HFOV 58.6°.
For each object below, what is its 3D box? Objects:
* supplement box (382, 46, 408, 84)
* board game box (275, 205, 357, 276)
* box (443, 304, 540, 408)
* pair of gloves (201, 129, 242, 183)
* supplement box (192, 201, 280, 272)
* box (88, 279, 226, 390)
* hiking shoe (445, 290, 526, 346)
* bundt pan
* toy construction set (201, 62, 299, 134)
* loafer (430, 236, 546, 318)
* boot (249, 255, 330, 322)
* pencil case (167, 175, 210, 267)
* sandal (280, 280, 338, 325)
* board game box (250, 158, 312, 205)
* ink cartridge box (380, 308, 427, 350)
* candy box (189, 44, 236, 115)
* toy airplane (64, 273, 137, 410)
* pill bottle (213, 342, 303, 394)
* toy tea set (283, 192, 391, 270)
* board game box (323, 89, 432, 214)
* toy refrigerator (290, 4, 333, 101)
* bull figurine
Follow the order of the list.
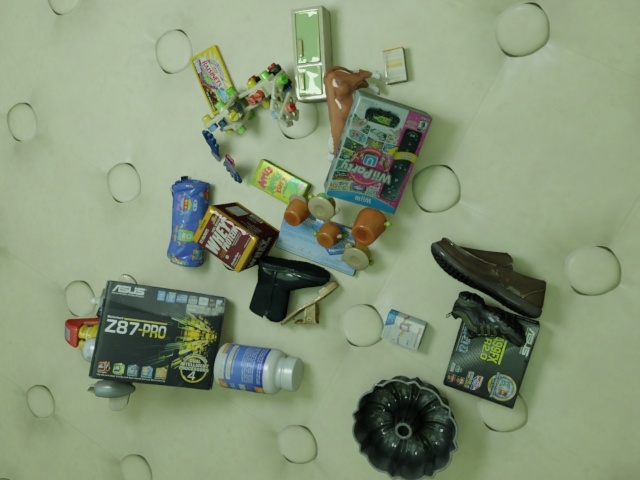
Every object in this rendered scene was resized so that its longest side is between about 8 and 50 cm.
[{"bbox_3d":[0.223,-0.519,1.696,0.062,0.036,0.099,-6,95,19],"label":"supplement box"},{"bbox_3d":[0.000,0.000,1.845,0.281,0.027,0.145,21,105,15],"label":"board game box"},{"bbox_3d":[0.508,0.338,1.707,0.216,0.060,0.270,18,102,16],"label":"box"},{"bbox_3d":[-0.320,-0.275,1.855,0.023,0.159,0.198,-37,79,-13],"label":"pair of gloves"},{"bbox_3d":[-0.268,-0.016,1.842,0.191,0.194,0.129,34,107,11],"label":"supplement box"},{"bbox_3d":[-0.533,0.316,1.896,0.394,0.097,0.318,11,82,-15],"label":"box"},{"bbox_3d":[0.478,0.245,1.640,0.227,0.086,0.114,36,118,17],"label":"hiking shoe"},{"bbox_3d":[0.269,0.572,1.784,0.330,0.124,0.331,2,97,18],"label":"bundt pan"},{"bbox_3d":[-0.197,-0.424,1.747,0.327,0.215,0.151,2,135,37],"label":"toy construction set"},{"bbox_3d":[0.491,0.086,1.658,0.365,0.134,0.130,31,83,2],"label":"loafer"},{"bbox_3d":[-0.104,0.170,1.871,0.246,0.094,0.207,11,113,1],"label":"boot"},{"bbox_3d":[-0.450,-0.062,1.934,0.133,0.119,0.306,4,99,-12],"label":"pencil case"},{"bbox_3d":[-0.022,0.233,1.853,0.240,0.088,0.079,-40,78,14],"label":"sandal"},{"bbox_3d":[-0.129,-0.184,1.854,0.181,0.043,0.092,29,106,12],"label":"board game box"},{"bbox_3d":[0.262,0.280,1.784,0.122,0.052,0.089,18,102,14],"label":"ink cartridge box"},{"bbox_3d":[-0.349,-0.529,1.888,0.105,0.027,0.206,-24,90,16],"label":"candy box"},{"bbox_3d":[-0.708,0.366,1.998,0.384,0.272,0.386,-35,85,19],"label":"toy airplane"},{"bbox_3d":[-0.203,0.432,1.904,0.271,0.152,0.152,4,99,18],"label":"pill bottle"},{"bbox_3d":[0.053,-0.065,1.758,0.336,0.124,0.200,33,136,4],"label":"toy tea set"},{"bbox_3d":[0.162,-0.252,1.655,0.223,0.097,0.304,15,114,-11],"label":"board game box"},{"bbox_3d":[-0.024,-0.564,1.741,0.102,0.094,0.270,0,98,18],"label":"toy refrigerator"},{"bbox_3d":[0.096,-0.364,1.704,0.188,0.101,0.311,-9,115,0],"label":"bull figurine"}]
